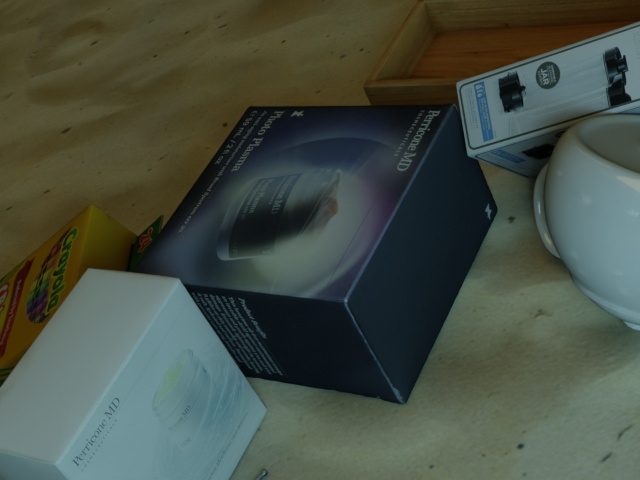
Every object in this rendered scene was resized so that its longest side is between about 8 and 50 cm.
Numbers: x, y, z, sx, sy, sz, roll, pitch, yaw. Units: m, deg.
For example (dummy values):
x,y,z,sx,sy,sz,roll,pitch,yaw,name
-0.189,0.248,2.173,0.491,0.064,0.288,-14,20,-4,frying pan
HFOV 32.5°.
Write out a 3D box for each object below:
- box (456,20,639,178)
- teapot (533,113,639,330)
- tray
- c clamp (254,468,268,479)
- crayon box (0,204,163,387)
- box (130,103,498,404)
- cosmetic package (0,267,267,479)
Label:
x,y,z,sx,sy,sz,roll,pitch,yaw,name
0.315,-0.155,1.184,0.290,0.169,0.087,-15,75,31,box
0.322,-0.003,1.055,0.253,0.187,0.256,13,27,12,teapot
0.280,-0.243,1.431,0.411,0.076,0.202,5,49,34,tray
-0.058,0.303,1.065,0.137,0.022,0.161,-44,40,-18,c clamp
-0.331,0.093,1.339,0.319,0.081,0.202,-35,33,26,crayon box
0.000,0.000,1.245,0.294,0.182,0.296,4,49,34,box
-0.196,0.186,1.118,0.138,0.224,0.224,4,49,35,cosmetic package
